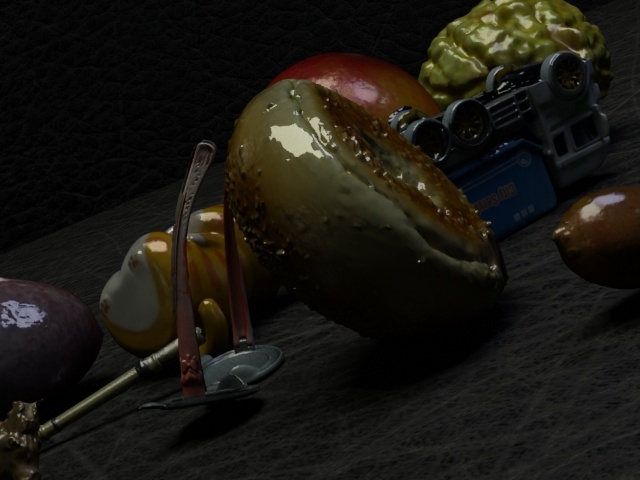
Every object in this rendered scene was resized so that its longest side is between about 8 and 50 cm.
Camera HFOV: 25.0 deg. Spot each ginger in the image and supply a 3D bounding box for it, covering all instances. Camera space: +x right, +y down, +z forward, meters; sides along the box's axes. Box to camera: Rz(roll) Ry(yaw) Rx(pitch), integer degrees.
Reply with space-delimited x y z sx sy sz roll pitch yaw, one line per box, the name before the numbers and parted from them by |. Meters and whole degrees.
ginger | -0.393 0.239 1.448 0.290 0.122 0.084 -21 -22 27

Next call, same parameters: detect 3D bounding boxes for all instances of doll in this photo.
doll | -0.144 0.046 1.729 0.166 0.162 0.269 -47 1 35

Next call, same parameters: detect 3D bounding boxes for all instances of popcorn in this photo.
popcorn | 0.263 -0.215 1.956 0.258 0.224 0.270 -51 -34 8

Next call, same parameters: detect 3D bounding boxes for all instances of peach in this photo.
peach | 0.021 -0.120 1.841 0.275 0.245 0.248 -5 -16 -20

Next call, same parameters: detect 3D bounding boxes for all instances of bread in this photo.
bread | 0.036 -0.016 1.358 0.159 0.305 0.305 -50 4 14

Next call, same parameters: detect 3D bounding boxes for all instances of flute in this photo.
flute | -0.226 0.164 1.572 0.233 0.027 0.027 -32 11 -5

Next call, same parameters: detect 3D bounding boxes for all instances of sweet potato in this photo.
sweet potato | 0.328 -0.023 1.240 0.292 0.097 0.097 -18 8 -20

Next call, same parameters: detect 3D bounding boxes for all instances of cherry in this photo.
cherry | -0.391 0.136 1.735 0.266 0.183 0.213 -10 13 -24

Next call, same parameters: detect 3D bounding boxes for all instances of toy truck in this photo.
toy truck | 0.173 -0.092 1.690 0.367 0.175 0.146 -28 13 -25

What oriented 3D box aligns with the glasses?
glasses | -0.119 0.033 1.448 0.118 0.268 0.234 -7 6 12
